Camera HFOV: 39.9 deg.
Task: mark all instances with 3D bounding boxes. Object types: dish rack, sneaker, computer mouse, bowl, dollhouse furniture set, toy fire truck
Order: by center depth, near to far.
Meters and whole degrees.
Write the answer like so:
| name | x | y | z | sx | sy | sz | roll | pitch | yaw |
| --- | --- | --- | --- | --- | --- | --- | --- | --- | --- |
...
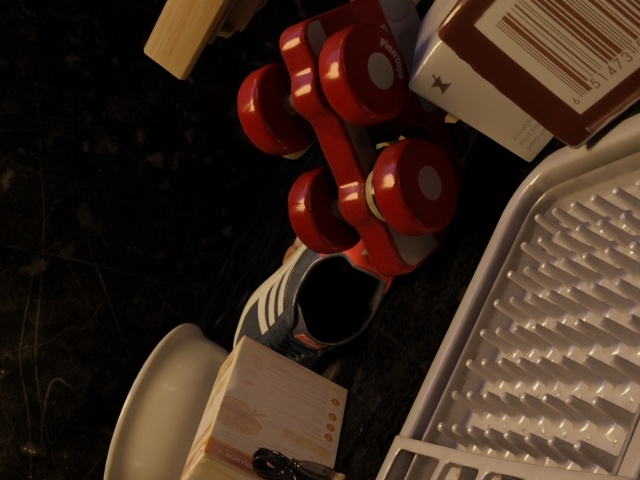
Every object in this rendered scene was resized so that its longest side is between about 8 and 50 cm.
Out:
| name | x | y | z | sx | sy | sz | roll | pitch | yaw |
| --- | --- | --- | --- | --- | --- | --- | --- | --- | --- |
| dish rack | 0.156 | 0.075 | 0.539 | 0.332 | 0.072 | 0.285 | -63 | 10 | -15 |
| computer mouse | -0.039 | 0.300 | 0.827 | 0.042 | 0.106 | 0.192 | 82 | -156 | -66 |
| toy fire truck | 0.075 | -0.129 | 0.983 | 0.169 | 0.302 | 0.254 | -14 | 16 | 46 |
| sneaker | -0.019 | 0.108 | 1.137 | 0.350 | 0.131 | 0.148 | -58 | 17 | 33 |
| dollhouse furniture set | 0.009 | -0.252 | 1.206 | 0.362 | 0.394 | 0.256 | -49 | 6 | 43 |
| bowl | -0.179 | 0.277 | 1.268 | 0.298 | 0.134 | 0.297 | 16 | -90 | -78 |

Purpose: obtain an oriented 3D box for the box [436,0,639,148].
| name | x | y | z | sx | sy | sz | roll | pitch | yaw |
| --- | --- | --- | --- | --- | --- | --- | --- | --- | --- |
| box | 0.252 | -0.259 | 0.650 | 0.381 | 0.143 | 0.191 | -57 | 8 | -36 |

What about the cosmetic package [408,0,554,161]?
| name | x | y | z | sx | sy | sz | roll | pitch | yaw |
| --- | --- | --- | --- | --- | --- | --- | --- | --- | --- |
| cosmetic package | 0.197 | -0.210 | 0.900 | 0.151 | 0.152 | 0.183 | -54 | 12 | 34 |

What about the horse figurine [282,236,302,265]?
| name | x | y | z | sx | sy | sz | roll | pitch | yaw |
| --- | --- | --- | --- | --- | --- | --- | --- | --- | --- |
| horse figurine | 0.000 | 0.000 | 1.506 | 0.174 | 0.066 | 0.263 | -30 | 28 | 59 |

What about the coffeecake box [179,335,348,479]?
| name | x | y | z | sx | sy | sz | roll | pitch | yaw |
| --- | --- | --- | --- | --- | --- | --- | --- | --- | --- |
| coffeecake box | -0.057 | 0.214 | 0.964 | 0.068 | 0.142 | 0.185 | -54 | 12 | 33 |
